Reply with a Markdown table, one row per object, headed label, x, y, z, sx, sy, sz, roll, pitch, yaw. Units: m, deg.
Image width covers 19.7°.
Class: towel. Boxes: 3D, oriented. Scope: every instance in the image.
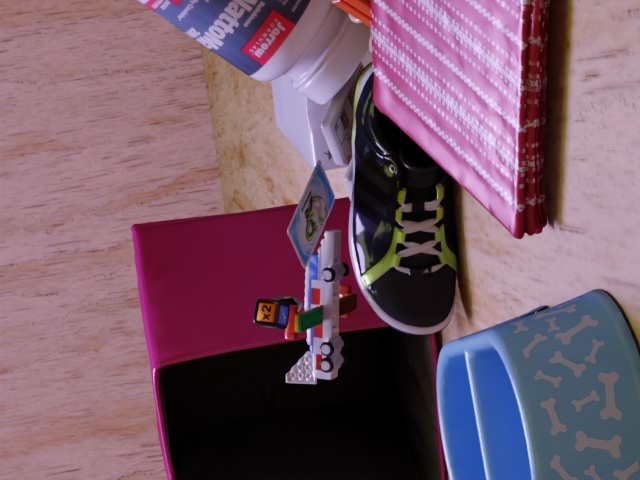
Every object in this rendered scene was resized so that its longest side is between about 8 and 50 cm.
| label | x | y | z | sx | sy | sz | roll | pitch | yaw |
| --- | --- | --- | --- | --- | --- | --- | --- | --- | --- |
| towel | 0.087 | -0.154 | 1.166 | 0.199 | 0.031 | 0.275 | 47 | 149 | 44 |

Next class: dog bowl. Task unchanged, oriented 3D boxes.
| label | x | y | z | sx | sy | sz | roll | pitch | yaw |
| --- | --- | --- | --- | --- | --- | --- | --- | --- | --- |
| dog bowl | 0.135 | 0.123 | 1.160 | 0.297 | 0.074 | 0.166 | 140 | 121 | -80 |

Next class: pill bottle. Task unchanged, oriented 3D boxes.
| label | x | y | z | sx | sy | sz | roll | pitch | yaw |
| --- | --- | --- | --- | --- | --- | --- | --- | --- | --- |
| pill bottle | -0.050 | -0.192 | 1.486 | 0.108 | 0.180 | 0.108 | -52 | 15 | 20 |

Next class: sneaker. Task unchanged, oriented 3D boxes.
| label | x | y | z | sx | sy | sz | roll | pitch | yaw |
| --- | --- | --- | --- | --- | --- | --- | --- | --- | --- |
| sneaker | 0.064 | -0.039 | 1.458 | 0.097 | 0.084 | 0.235 | 173 | 88 | -81 |

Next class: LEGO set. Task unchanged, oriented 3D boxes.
| label | x | y | z | sx | sy | sz | roll | pitch | yaw |
| --- | --- | --- | --- | --- | --- | --- | --- | --- | --- |
| LEGO set | 0.000 | 0.000 | 1.523 | 0.182 | 0.060 | 0.244 | 66 | -143 | -46 |

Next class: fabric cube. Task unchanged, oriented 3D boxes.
| label | x | y | z | sx | sy | sz | roll | pitch | yaw |
| --- | --- | --- | --- | --- | --- | --- | --- | --- | --- |
| fabric cube | -0.033 | 0.132 | 1.750 | 0.258 | 0.254 | 0.259 | -108 | 11 | -59 |

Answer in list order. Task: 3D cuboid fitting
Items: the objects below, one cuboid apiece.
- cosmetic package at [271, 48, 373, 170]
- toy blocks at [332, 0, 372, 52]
| label | x | y | z | sx | sy | sz | roll | pitch | yaw |
| --- | --- | --- | --- | --- | --- | --- | --- | --- | --- |
| cosmetic package | 0.007 | -0.148 | 1.769 | 0.231 | 0.085 | 0.117 | -127 | 29 | -71 |
| toy blocks | 0.030 | -0.179 | 1.332 | 0.054 | 0.148 | 0.123 | -50 | 26 | 14 |
